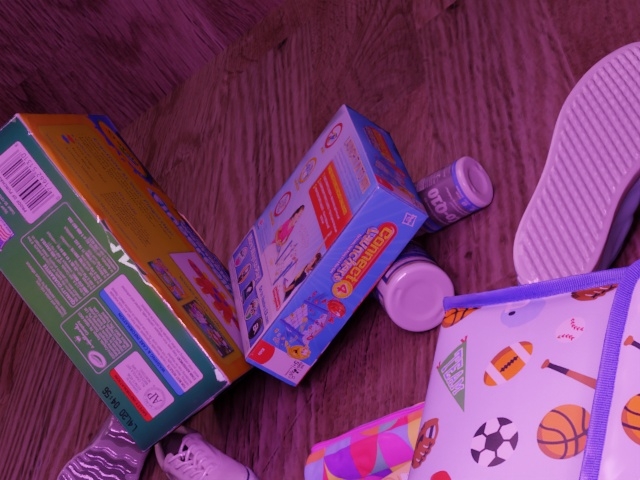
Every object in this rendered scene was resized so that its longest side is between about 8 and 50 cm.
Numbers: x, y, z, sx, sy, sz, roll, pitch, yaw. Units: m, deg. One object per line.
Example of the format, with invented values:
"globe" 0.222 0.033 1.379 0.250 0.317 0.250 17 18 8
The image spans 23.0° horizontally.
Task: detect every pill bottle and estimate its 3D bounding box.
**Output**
"pill bottle" 0.113 0.051 2.105 0.094 0.094 0.169 -42 22 3
"pill bottle" 0.169 -0.058 2.229 0.137 0.078 0.078 -29 26 33

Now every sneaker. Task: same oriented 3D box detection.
"sneaker" -0.164 0.312 2.106 0.094 0.091 0.258 -49 22 -14
"sneaker" -0.306 0.332 2.351 0.281 0.105 0.115 -54 -6 -20
"sneaker" 0.326 -0.071 1.878 0.366 0.135 0.150 -57 -16 -17

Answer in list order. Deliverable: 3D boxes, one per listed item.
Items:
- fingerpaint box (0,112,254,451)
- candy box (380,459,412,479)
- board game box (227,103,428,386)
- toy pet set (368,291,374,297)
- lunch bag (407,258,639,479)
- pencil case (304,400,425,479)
"fingerpaint box" -0.277 0.043 2.175 0.163 0.445 0.371 -39 -2 11
"candy box" 0.088 0.295 1.671 0.187 0.109 0.053 -36 49 16
"board game box" 0.000 0.000 2.176 0.302 0.086 0.308 -52 21 16
"toy pet set" 0.045 0.053 2.299 0.114 0.065 0.122 6 46 16
"lunch bag" 0.268 0.196 1.354 0.385 0.239 0.328 -9 52 39
"pencil case" 0.090 0.239 1.799 0.236 0.104 0.104 -30 25 31
